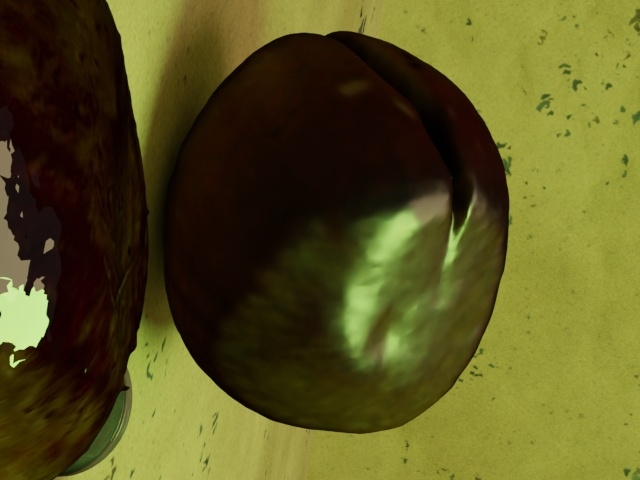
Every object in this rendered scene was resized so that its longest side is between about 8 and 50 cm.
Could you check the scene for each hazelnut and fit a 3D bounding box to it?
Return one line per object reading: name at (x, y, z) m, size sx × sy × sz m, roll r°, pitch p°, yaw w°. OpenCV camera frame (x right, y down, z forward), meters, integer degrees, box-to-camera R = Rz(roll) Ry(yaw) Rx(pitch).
hazelnut at (0.000, 0.000, 1.332) m, size 0.402 × 0.402 × 0.429 m, roll -68°, pitch 162°, yaw -48°

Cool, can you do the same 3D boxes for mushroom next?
mushroom at (-0.183, -0.031, 0.587) m, size 0.345 × 0.239 × 0.345 m, roll -168°, pitch -90°, yaw -72°

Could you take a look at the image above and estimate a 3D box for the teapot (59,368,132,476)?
teapot at (-0.209, 0.097, 0.899) m, size 0.146 × 0.116 × 0.148 m, roll 37°, pitch 69°, yaw -69°
